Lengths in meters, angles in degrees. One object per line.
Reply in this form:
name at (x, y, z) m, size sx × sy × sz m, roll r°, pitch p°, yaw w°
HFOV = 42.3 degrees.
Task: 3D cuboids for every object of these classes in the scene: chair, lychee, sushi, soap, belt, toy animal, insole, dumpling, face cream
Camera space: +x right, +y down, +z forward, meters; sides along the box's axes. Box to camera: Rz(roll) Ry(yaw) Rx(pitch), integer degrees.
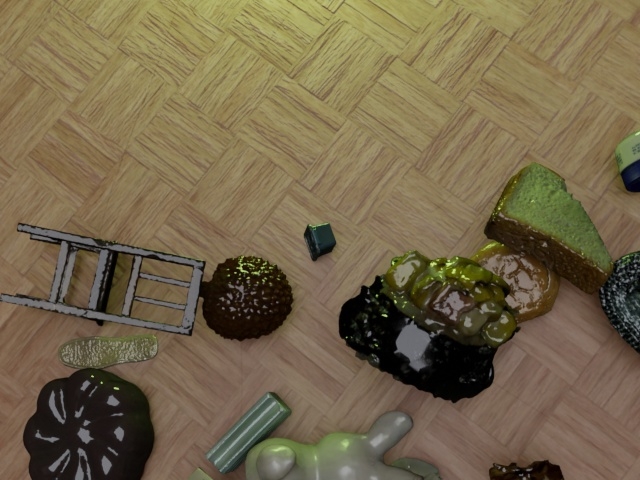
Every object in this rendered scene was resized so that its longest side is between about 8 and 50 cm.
chair at (-0.493, 0.097, 1.924) m, size 0.416 × 0.240 × 0.203 m, roll 13°, pitch 80°, yaw -11°
lychee at (-0.182, 0.130, 1.896) m, size 0.238 × 0.200 × 0.200 m, roll 10°, pitch 81°, yaw 3°
sushi at (0.234, 0.151, 1.760) m, size 0.329 × 0.328 × 0.285 m, roll 35°, pitch 102°, yaw 46°
soap at (-0.159, 0.433, 1.868) m, size 0.198 × 0.119 × 0.066 m, roll -45°, pitch 78°, yaw -3°
belt at (0.747, 0.151, 1.802) m, size 0.295 × 0.160 × 0.207 m, roll 45°, pitch 105°, yaw 14°
toy animal at (0.029, 0.487, 1.767) m, size 0.368 × 0.241 × 0.196 m, roll -9°, pitch 57°, yaw 0°
insole at (-0.512, 0.267, 1.993) m, size 0.248 × 0.011 × 0.081 m, roll -7°, pitch 78°, yaw 4°
dumpling at (0.176, 0.558, 1.824) m, size 0.181 × 0.111 × 0.155 m, roll -7°, pitch 46°, yaw -4°
face cream at (0.767, -0.193, 1.843) m, size 0.206 × 0.206 × 0.111 m, roll -12°, pitch 75°, yaw 4°

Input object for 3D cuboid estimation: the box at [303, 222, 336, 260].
box at (0.000, 0.000, 1.948) m, size 0.054 × 0.099 × 0.074 m, roll -15°, pitch 77°, yaw -12°

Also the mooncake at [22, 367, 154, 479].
mooncake at (-0.533, 0.447, 1.893) m, size 0.306 × 0.154 × 0.306 m, roll -2°, pitch 77°, yaw 8°

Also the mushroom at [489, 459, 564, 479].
mushroom at (0.477, 0.666, 1.656) m, size 0.331 × 0.334 × 0.356 m, roll 18°, pitch 109°, yaw -23°

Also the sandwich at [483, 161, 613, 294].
sandwich at (0.526, -0.037, 1.832) m, size 0.288 × 0.099 × 0.254 m, roll 32°, pitch 42°, yaw 13°

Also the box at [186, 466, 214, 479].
box at (-0.131, 0.621, 1.718) m, size 0.343 × 0.200 × 0.065 m, roll 26°, pitch 66°, yaw 38°

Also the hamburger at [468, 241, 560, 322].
hamburger at (0.437, 0.091, 1.880) m, size 0.214 × 0.108 × 0.213 m, roll -2°, pitch 81°, yaw 11°
